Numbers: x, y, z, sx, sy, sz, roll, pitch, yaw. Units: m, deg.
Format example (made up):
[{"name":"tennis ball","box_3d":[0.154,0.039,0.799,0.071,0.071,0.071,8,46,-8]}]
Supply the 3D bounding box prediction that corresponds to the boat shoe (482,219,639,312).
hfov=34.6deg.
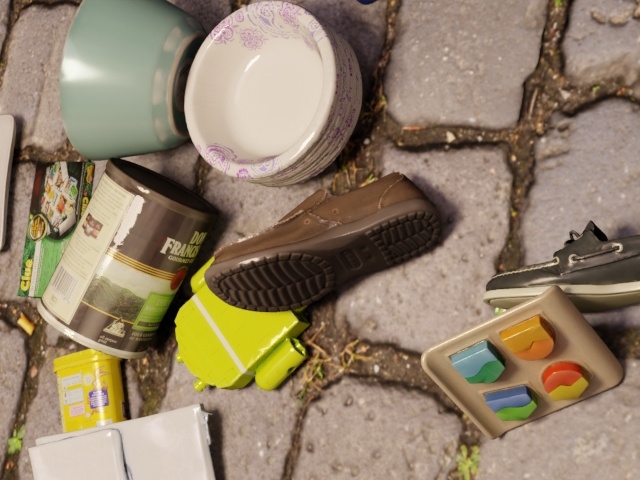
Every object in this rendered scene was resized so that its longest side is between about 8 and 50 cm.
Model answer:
[{"name":"boat shoe","box_3d":[0.375,0.026,1.335,0.340,0.127,0.113,-10,71,32]}]

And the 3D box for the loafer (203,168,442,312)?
[{"name":"loafer","box_3d":[0.000,0.000,1.554,0.366,0.134,0.130,-17,46,6]}]

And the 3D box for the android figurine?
[{"name":"android figurine","box_3d":[-0.127,0.129,1.657,0.273,0.056,0.248,-46,62,12]}]

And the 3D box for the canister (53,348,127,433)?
[{"name":"canister","box_3d":[-0.397,0.281,1.785,0.126,0.073,0.170,-17,74,26]}]

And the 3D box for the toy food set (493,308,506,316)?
[{"name":"toy food set","box_3d":[0.272,0.127,1.438,0.083,0.020,0.082,39,102,31]}]

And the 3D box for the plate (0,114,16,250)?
[{"name":"plate","box_3d":[-0.712,-0.105,2.063,0.277,0.045,0.278,-2,80,32]}]

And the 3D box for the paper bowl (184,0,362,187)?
[{"name":"paper bowl","box_3d":[-0.064,-0.224,1.632,0.284,0.148,0.284,-6,78,30]}]

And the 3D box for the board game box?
[{"name":"board game box","box_3d":[-0.497,-0.019,1.927,0.136,0.030,0.259,3,82,29]}]

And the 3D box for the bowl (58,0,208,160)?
[{"name":"bowl","box_3d":[-0.282,-0.270,1.710,0.163,0.311,0.311,13,88,15]}]

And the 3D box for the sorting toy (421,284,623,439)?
[{"name":"sorting toy","box_3d":[0.266,0.170,1.346,0.208,0.193,0.038,-31,30,21]}]

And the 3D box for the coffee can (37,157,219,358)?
[{"name":"coffee can","box_3d":[-0.320,0.029,1.709,0.201,0.201,0.275,33,99,31]}]

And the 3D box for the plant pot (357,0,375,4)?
[{"name":"plant pot","box_3d":[0.084,-0.536,1.563,0.236,0.212,0.236,-23,69,26]}]

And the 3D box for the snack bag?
[{"name":"snack bag","box_3d":[-0.306,0.454,1.672,0.343,0.037,0.323,-15,81,19]}]
